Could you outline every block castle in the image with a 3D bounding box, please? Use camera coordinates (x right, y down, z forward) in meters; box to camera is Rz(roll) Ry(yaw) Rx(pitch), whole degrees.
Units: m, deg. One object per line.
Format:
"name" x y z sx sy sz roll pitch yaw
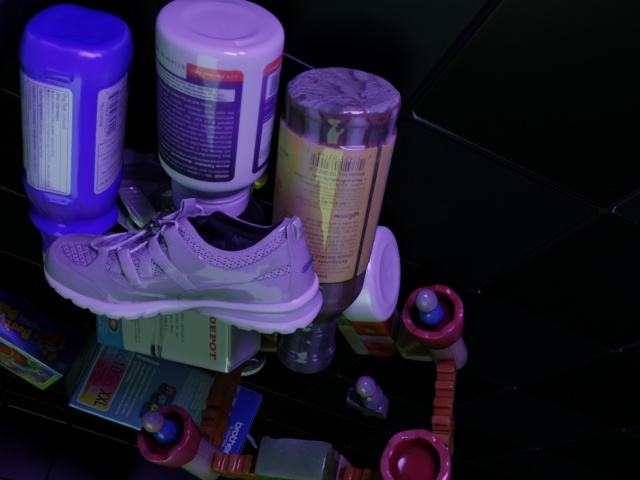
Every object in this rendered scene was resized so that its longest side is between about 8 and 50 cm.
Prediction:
"block castle" -0.017 0.209 0.917 0.453 0.303 0.213 -1 144 24

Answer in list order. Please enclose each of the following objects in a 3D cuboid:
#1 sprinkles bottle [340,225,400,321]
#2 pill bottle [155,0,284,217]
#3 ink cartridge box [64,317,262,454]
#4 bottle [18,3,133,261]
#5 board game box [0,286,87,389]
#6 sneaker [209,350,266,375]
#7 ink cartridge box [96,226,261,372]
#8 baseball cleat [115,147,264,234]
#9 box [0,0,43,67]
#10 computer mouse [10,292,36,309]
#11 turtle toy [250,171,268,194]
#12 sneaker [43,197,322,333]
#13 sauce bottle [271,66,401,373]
"sprinkles bottle" -0.076 0.042 0.848 0.355 0.121 0.121 0 146 24
"pill bottle" -0.097 -0.113 0.580 0.108 0.108 0.193 14 133 1
"ink cartridge box" -0.297 0.309 1.272 0.395 0.151 0.270 26 169 -21
"bottle" -0.251 -0.087 0.643 0.092 0.118 0.283 12 128 -9
"board game box" -0.649 0.155 1.220 0.347 0.078 0.233 38 146 -15
"sneaker" -0.206 0.179 1.158 0.226 0.086 0.163 18 152 -2
"ink cartridge box" -0.178 0.066 0.783 0.203 0.148 0.086 8 -167 22
"baseball cleat" -0.175 -0.038 0.775 0.206 0.109 0.072 21 144 -13
"box" -0.480 -0.164 0.355 0.480 0.472 0.297 33 143 -27
"computer mouse" -0.677 0.126 1.327 0.193 0.042 0.106 24 144 -3
"turtle toy" -0.110 -0.076 0.713 0.095 0.066 0.130 35 119 -16
"sneaker" -0.135 0.008 0.601 0.281 0.105 0.115 4 117 11
"sauce bottle" 0.000 0.000 0.650 0.111 0.111 0.344 13 125 4
